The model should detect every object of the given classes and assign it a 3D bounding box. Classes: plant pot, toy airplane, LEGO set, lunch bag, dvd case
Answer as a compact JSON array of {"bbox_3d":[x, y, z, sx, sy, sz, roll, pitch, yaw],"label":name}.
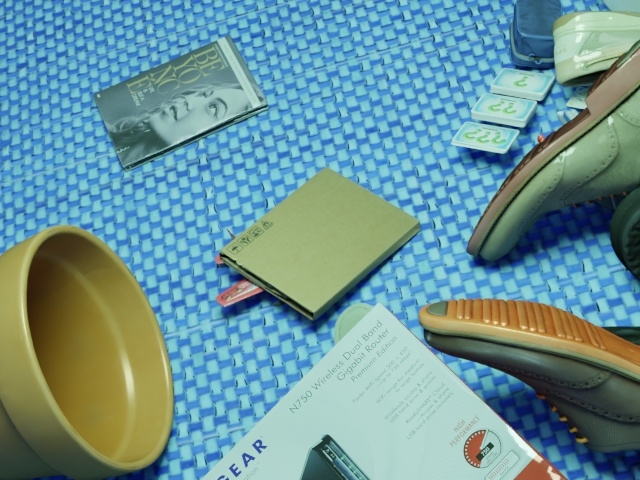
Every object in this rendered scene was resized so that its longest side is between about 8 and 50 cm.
[{"bbox_3d":[-0.329,0.151,1.568,0.204,0.291,0.290,-22,48,20],"label":"plant pot"},{"bbox_3d":[-0.080,0.036,1.732,0.151,0.028,0.151,-3,47,3],"label":"toy airplane"},{"bbox_3d":[0.311,-0.167,1.750,0.244,0.060,0.182,14,43,26],"label":"LEGO set"},{"bbox_3d":[0.293,-0.278,1.862,0.067,0.065,0.098,6,51,-1],"label":"lunch bag"},{"bbox_3d":[-0.202,-0.199,1.959,0.221,0.018,0.164,-24,50,-5],"label":"dvd case"}]

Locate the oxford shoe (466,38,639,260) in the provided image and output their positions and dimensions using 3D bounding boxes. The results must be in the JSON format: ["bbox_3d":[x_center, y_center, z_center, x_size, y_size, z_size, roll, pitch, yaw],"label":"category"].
[{"bbox_3d":[0.308,-0.077,1.595,0.130,0.348,0.123,42,30,0],"label":"oxford shoe"}]

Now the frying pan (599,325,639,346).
[{"bbox_3d":[0.425,0.121,1.516,0.326,0.053,0.197,-27,51,-7],"label":"frying pan"}]

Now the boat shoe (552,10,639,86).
[{"bbox_3d":[0.452,-0.240,1.770,0.302,0.109,0.098,0,77,1],"label":"boat shoe"}]

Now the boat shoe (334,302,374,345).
[{"bbox_3d":[0.089,0.166,1.561,0.081,0.069,0.227,-39,51,7],"label":"boat shoe"}]

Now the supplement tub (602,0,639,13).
[{"bbox_3d":[0.505,-0.422,1.836,0.272,0.191,0.191,-31,51,-11],"label":"supplement tub"}]

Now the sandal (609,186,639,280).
[{"bbox_3d":[0.537,-0.095,1.598,0.446,0.167,0.107,-21,33,-2],"label":"sandal"}]

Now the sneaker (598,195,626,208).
[{"bbox_3d":[0.396,-0.069,1.684,0.152,0.053,0.061,9,31,27],"label":"sneaker"}]

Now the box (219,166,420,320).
[{"bbox_3d":[0.000,0.000,1.725,0.164,0.021,0.201,32,56,30],"label":"box"}]

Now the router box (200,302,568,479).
[{"bbox_3d":[0.048,0.282,1.419,0.335,0.082,0.301,-45,54,-2],"label":"router box"}]

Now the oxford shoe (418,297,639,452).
[{"bbox_3d":[0.271,0.153,1.434,0.364,0.132,0.130,16,15,6],"label":"oxford shoe"}]
